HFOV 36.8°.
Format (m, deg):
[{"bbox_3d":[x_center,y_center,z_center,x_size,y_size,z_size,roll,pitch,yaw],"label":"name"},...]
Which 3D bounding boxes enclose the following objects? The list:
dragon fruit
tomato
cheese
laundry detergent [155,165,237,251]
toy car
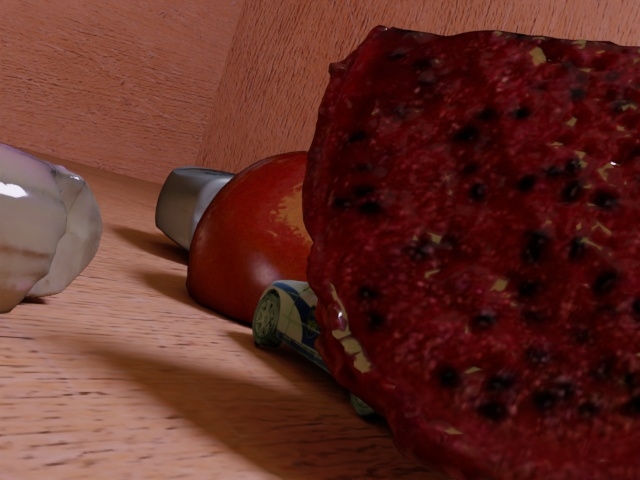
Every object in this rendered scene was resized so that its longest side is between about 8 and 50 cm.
[{"bbox_3d":[0.124,0.040,0.395,0.317,0.205,0.152,17,-29,34],"label":"dragon fruit"},{"bbox_3d":[0.000,0.000,0.778,0.200,0.139,0.233,11,2,5],"label":"tomato"},{"bbox_3d":[-0.189,-0.018,0.533,0.163,0.082,0.286,18,1,3],"label":"cheese"},{"bbox_3d":[-0.084,-0.018,1.102,0.215,0.105,0.280,16,1,-18],"label":"laundry detergent"},{"bbox_3d":[0.040,0.054,0.556,0.090,0.076,0.224,14,3,-28],"label":"toy car"}]
